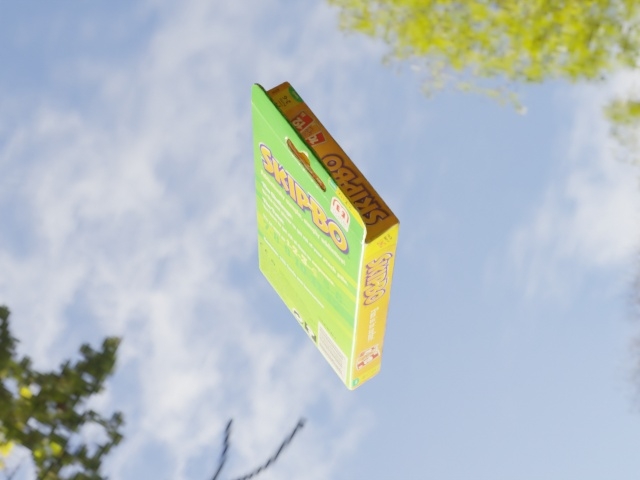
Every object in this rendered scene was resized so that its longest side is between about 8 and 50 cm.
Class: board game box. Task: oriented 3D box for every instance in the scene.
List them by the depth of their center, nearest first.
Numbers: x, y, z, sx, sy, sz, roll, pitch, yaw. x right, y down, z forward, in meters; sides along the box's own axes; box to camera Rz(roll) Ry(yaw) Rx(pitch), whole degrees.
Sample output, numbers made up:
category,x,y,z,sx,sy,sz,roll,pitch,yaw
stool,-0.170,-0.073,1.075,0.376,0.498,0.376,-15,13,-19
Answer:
category,x,y,z,sx,sy,sz,roll,pitch,yaw
board game box,0.000,0.000,0.946,0.039,0.124,0.259,-32,-23,-13
